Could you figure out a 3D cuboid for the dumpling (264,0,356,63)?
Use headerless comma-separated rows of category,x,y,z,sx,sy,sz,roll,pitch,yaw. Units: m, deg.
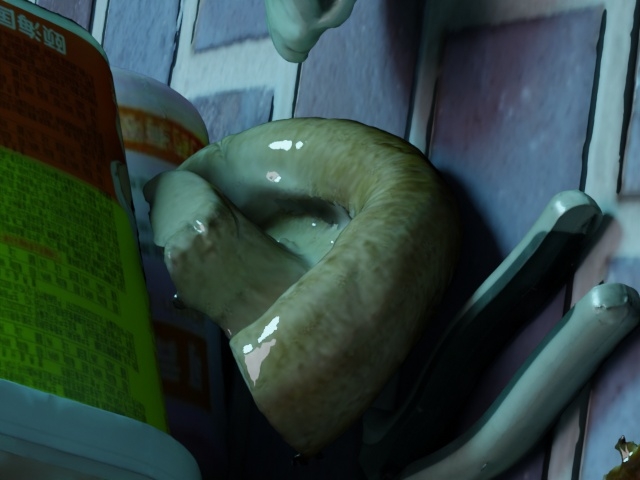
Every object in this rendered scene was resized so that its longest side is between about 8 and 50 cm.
dumpling,0.036,-0.270,1.069,0.320,0.270,0.212,-44,62,13

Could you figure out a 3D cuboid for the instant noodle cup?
instant noodle cup,-0.220,0.032,1.048,0.294,0.294,0.308,-48,39,44

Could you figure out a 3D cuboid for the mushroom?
mushroom,0.000,0.000,1.089,0.151,0.156,0.285,-38,28,5

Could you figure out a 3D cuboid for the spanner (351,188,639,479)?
spanner,0.063,0.108,1.036,0.325,0.040,0.095,-54,37,37

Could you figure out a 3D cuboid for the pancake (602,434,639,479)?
pancake,0.155,0.203,0.817,0.212,0.056,0.257,19,98,61

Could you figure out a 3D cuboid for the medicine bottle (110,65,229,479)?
medicine bottle,-0.170,0.096,1.277,0.219,0.219,0.388,-39,47,51
